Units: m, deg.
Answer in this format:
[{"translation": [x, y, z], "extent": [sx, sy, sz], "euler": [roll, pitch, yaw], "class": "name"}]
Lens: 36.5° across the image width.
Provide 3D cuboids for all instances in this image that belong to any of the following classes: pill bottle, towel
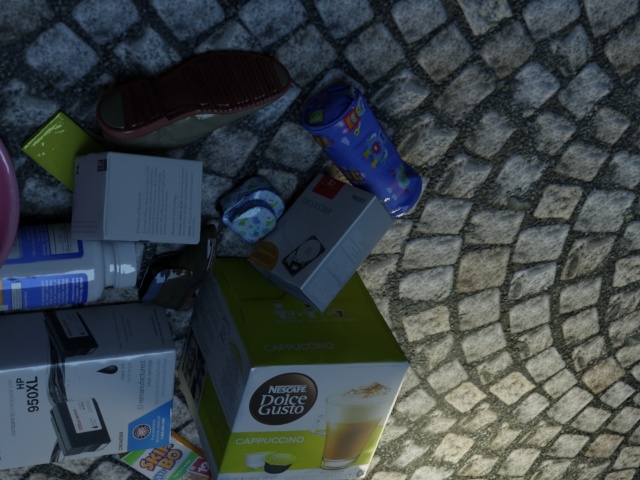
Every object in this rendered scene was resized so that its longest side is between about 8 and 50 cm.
[{"translation": [-0.483, 0.044, 1.787], "extent": [0.272, 0.152, 0.152], "euler": [-4, 128, -20], "class": "pill bottle"}, {"translation": [-0.423, -0.132, 1.763], "extent": [0.102, 0.021, 0.237], "euler": [-42, 130, 5], "class": "towel"}]

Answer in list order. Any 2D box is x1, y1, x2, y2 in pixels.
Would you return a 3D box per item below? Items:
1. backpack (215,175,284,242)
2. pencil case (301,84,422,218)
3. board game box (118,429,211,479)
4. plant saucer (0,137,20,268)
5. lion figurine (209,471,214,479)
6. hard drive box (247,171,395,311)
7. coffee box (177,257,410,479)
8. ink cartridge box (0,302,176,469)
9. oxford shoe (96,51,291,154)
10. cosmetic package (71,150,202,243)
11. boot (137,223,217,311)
[{"translation": [-0.130, -0.059, 1.898], "extent": [0.114, 0.084, 0.105], "euler": [-40, 134, 6], "class": "backpack"}, {"translation": [0.085, -0.175, 1.875], "extent": [0.306, 0.119, 0.133], "euler": [48, 61, -40], "class": "pencil case"}, {"translation": [-0.362, 0.516, 2.292], "extent": [0.124, 0.039, 0.259], "euler": [-37, 129, 6], "class": "board game box"}, {"translation": [-0.635, -0.067, 1.569], "extent": [0.084, 0.332, 0.332], "euler": [-3, 138, 27], "class": "plant saucer"}, {"translation": [-0.207, 0.615, 2.365], "extent": [0.240, 0.142, 0.392], "euler": [-14, 128, -15], "class": "lion figurine"}, {"translation": [0.000, 0.000, 1.884], "extent": [0.232, 0.181, 0.089], "euler": [-51, 132, -13], "class": "hard drive box"}, {"translation": [-0.069, 0.265, 2.009], "extent": [0.338, 0.338, 0.334], "euler": [2, 125, -25], "class": "coffee box"}, {"translation": [-0.507, 0.295, 1.964], "extent": [0.395, 0.166, 0.285], "euler": [-5, 127, -19], "class": "ink cartridge box"}, {"translation": [-0.222, -0.239, 1.721], "extent": [0.348, 0.123, 0.130], "euler": [-15, 157, -13], "class": "oxford shoe"}, {"translation": [-0.324, -0.072, 1.708], "extent": [0.184, 0.151, 0.151], "euler": [3, 88, -35], "class": "cosmetic package"}, {"translation": [-0.282, 0.054, 1.926], "extent": [0.106, 0.082, 0.219], "euler": [8, 125, -31], "class": "boot"}]
